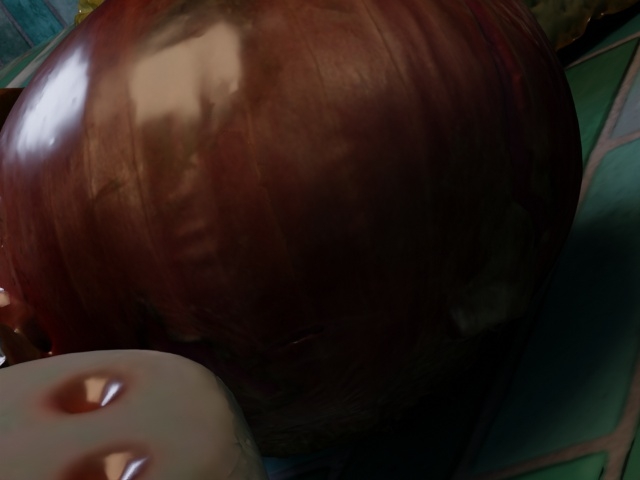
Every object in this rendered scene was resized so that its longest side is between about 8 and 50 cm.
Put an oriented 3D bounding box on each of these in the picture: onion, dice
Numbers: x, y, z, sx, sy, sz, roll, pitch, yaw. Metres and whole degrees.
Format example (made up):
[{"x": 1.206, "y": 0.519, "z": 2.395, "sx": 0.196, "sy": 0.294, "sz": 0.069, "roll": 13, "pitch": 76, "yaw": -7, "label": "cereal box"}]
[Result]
[{"x": -0.028, "y": -0.019, "z": 0.905, "sx": 0.353, "sy": 0.354, "sz": 0.354, "roll": -32, "pitch": 18, "yaw": 12, "label": "onion"}, {"x": -0.102, "y": 0.166, "z": 0.652, "sx": 0.191, "sy": 0.194, "sz": 0.193, "roll": -17, "pitch": 20, "yaw": -10, "label": "dice"}]

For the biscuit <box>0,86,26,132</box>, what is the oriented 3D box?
[{"x": -0.214, "y": 0.004, "z": 1.351, "sx": 0.052, "sy": 0.262, "sz": 0.277, "roll": -12, "pitch": 2, "yaw": 20, "label": "biscuit"}]

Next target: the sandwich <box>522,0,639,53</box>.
[{"x": 0.110, "y": -0.252, "z": 1.279, "sx": 0.325, "sy": 0.262, "sz": 0.131, "roll": -37, "pitch": 17, "yaw": -1, "label": "sandwich"}]

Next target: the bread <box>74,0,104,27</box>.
[{"x": -0.080, "y": -0.148, "z": 1.380, "sx": 0.227, "sy": 0.253, "sz": 0.142, "roll": -55, "pitch": 27, "yaw": -9, "label": "bread"}]

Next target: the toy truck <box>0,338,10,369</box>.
[{"x": -0.096, "y": 0.004, "z": 1.148, "sx": 0.305, "sy": 0.162, "sz": 0.136, "roll": -45, "pitch": 29, "yaw": -3, "label": "toy truck"}]
